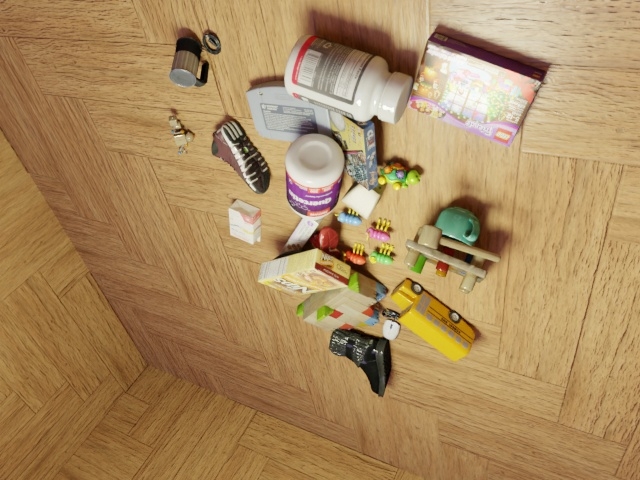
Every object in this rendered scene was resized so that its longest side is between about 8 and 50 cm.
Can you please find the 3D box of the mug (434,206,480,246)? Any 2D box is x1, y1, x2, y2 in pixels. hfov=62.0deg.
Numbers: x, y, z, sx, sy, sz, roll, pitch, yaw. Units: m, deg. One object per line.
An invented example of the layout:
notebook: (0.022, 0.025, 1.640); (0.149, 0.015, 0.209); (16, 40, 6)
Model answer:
mug: (0.430, -0.041, 1.621); (0.157, 0.097, 0.129); (21, 176, 38)

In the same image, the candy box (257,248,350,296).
candy box: (-0.064, 0.127, 2.003); (0.316, 0.088, 0.183); (-16, 145, 43)

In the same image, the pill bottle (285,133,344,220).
pill bottle: (-0.022, -0.188, 1.726); (0.181, 0.181, 0.323); (28, 158, 10)

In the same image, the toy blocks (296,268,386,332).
toy blocks: (0.119, 0.261, 2.110); (0.260, 0.191, 0.381); (26, 134, -26)

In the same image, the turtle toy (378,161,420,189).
turtle toy: (0.243, -0.200, 1.638); (0.130, 0.095, 0.066); (23, 119, 13)

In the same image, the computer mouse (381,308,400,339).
computer mouse: (0.295, 0.362, 2.204); (0.106, 0.042, 0.193); (20, 139, 17)

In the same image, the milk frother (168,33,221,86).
milk frother: (-0.392, -0.570, 1.675); (0.129, 0.135, 0.143); (17, 153, -28)

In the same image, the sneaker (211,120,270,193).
sneaker: (-0.300, -0.290, 1.939); (0.162, 0.106, 0.281); (-8, 114, 47)

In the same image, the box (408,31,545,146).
box: (0.387, -0.382, 1.358); (0.293, 0.057, 0.201); (25, 141, 13)

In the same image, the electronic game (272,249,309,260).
electronic game: (-0.092, 0.103, 2.140); (0.229, 0.048, 0.229); (-5, 151, -3)

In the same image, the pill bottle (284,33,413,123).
pill bottle: (0.078, -0.428, 1.443); (0.318, 0.176, 0.176); (24, 140, 15)

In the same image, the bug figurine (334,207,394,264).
bug figurine: (0.158, 0.005, 1.913); (0.216, 0.072, 0.279); (13, 136, 25)

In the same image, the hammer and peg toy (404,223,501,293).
hammer and peg toy: (0.387, 0.065, 1.628); (0.265, 0.127, 0.361); (23, 178, 14)

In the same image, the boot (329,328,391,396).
boot: (0.180, 0.542, 2.397); (0.260, 0.131, 0.348); (7, 123, 21)

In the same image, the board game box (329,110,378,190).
board game box: (0.101, -0.284, 1.605); (0.165, 0.042, 0.243); (44, 159, 34)

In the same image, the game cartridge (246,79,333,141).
game cartridge: (-0.090, -0.407, 1.690); (0.297, 0.062, 0.198); (13, 132, 26)

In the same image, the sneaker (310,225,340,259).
sneaker: (0.000, 0.000, 1.973); (0.128, 0.087, 0.221); (41, 157, 29)

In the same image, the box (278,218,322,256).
box: (-0.077, -0.015, 2.072); (0.063, 0.067, 0.324); (36, 143, -1)

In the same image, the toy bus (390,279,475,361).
toy bus: (0.407, 0.295, 1.981); (0.332, 0.130, 0.108); (37, 142, -2)

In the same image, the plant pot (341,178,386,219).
plant pot: (0.151, -0.155, 1.736); (0.109, 0.109, 0.096); (36, 131, -1)

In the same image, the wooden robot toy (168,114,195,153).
wooden robot toy: (-0.515, -0.402, 2.015); (0.079, 0.076, 0.173); (-9, 133, -2)

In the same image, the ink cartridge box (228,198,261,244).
ink cartridge box: (-0.310, -0.062, 2.192); (0.115, 0.067, 0.198); (23, 140, 15)
